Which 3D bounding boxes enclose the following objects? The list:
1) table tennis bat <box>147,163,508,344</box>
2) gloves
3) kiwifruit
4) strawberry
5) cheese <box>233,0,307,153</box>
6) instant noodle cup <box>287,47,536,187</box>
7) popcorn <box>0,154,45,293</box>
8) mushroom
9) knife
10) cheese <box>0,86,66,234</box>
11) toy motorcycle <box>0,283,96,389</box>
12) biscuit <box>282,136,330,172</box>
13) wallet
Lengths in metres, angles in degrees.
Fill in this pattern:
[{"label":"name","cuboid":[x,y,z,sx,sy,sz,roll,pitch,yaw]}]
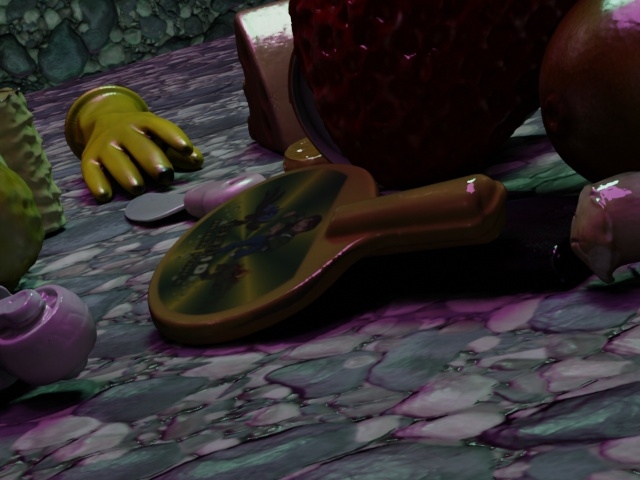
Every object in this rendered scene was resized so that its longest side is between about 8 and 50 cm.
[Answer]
[{"label":"table tennis bat","cuboid":[0.000,0.000,1.229,0.321,0.050,0.198,-11,33,36]},{"label":"gloves","cuboid":[-0.241,-0.110,2.039,0.133,0.116,0.294,-43,25,-2]},{"label":"kiwifruit","cuboid":[0.284,-0.127,1.271,0.234,0.196,0.196,-16,13,-11]},{"label":"strawberry","cuboid":[0.104,-0.230,1.401,0.291,0.310,0.292,13,30,-8]},{"label":"cheese","cuboid":[-0.030,-0.216,2.030,0.128,0.177,0.203,-16,13,-11]},{"label":"instant noodle cup","cuboid":[0.094,-0.178,1.640,0.250,0.250,0.192,-6,23,33]},{"label":"popcorn","cuboid":[-0.402,-0.013,1.590,0.225,0.174,0.286,-32,27,-11]},{"label":"mushroom","cuboid":[0.303,-0.032,1.083,0.278,0.099,0.096,-14,-2,18]},{"label":"knife","cuboid":[-0.149,-0.034,1.728,0.081,0.043,0.336,-27,11,-26]},{"label":"cheese","cuboid":[-0.365,-0.077,1.811,0.123,0.167,0.094,-19,15,-12]},{"label":"toy motorcycle","cuboid":[-0.271,0.082,1.214,0.254,0.112,0.112,-3,16,43]},{"label":"biscuit","cuboid":[0.035,-0.108,1.829,0.142,0.029,0.220,-4,17,34]},{"label":"wallet","cuboid":[0.092,-0.003,1.273,0.318,0.045,0.172,-2,19,39]}]
